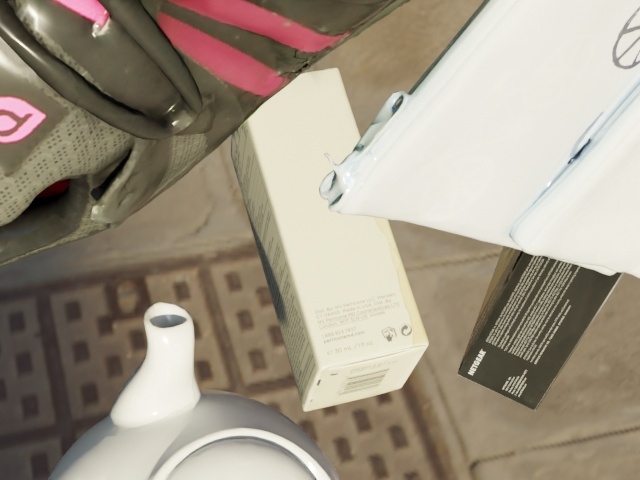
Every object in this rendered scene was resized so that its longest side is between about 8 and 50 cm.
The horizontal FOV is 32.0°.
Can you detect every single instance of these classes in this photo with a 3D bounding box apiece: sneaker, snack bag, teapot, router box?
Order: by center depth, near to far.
[{"bbox_3d":[-0.065,-0.104,0.416,0.185,0.483,0.202,41,52,-3],"label":"sneaker"},{"bbox_3d":[0.202,-0.106,0.607,0.343,0.323,0.037,12,36,-50],"label":"snack bag"},{"bbox_3d":[-0.066,0.215,0.751,0.256,0.187,0.252,29,62,-18],"label":"teapot"},{"bbox_3d":[0.233,-0.042,0.964,0.081,0.308,0.243,25,40,5],"label":"router box"}]

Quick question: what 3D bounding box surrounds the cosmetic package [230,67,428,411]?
[{"bbox_3d":[0.000,0.000,1.139,0.113,0.160,0.309,-11,69,-12],"label":"cosmetic package"}]
